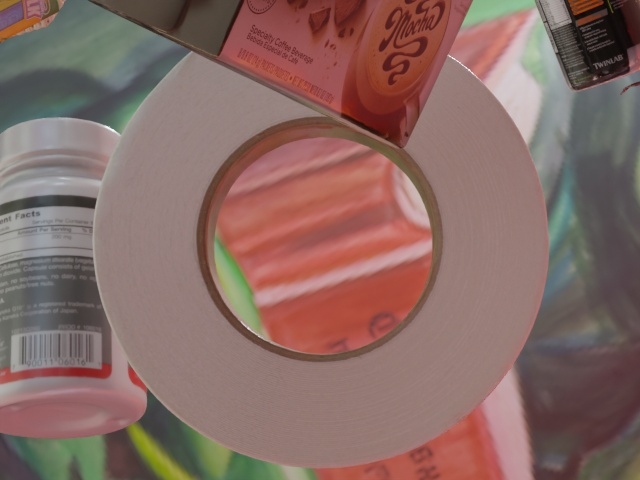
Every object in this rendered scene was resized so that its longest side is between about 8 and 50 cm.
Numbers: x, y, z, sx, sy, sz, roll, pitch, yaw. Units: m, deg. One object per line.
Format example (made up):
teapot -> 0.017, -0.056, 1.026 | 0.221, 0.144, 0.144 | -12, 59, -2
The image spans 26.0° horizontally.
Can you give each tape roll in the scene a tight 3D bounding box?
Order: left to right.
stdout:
tape roll -> 0.000, 0.000, 1.196 | 0.392, 0.392, 0.072 | 61, 0, 4

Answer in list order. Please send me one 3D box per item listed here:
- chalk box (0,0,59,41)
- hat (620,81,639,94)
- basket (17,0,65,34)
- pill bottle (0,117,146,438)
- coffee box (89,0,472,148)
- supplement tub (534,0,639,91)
chalk box -> -0.398, -0.308, 1.599 | 0.132, 0.213, 0.132 | 11, -54, 34
hat -> 0.432, -0.139, 1.244 | 0.208, 0.173, 0.183 | 39, -6, -11
basket -> -0.426, -0.370, 1.885 | 0.113, 0.103, 0.167 | -71, 146, -44
pill bottle -> -0.252, 0.037, 1.348 | 0.161, 0.161, 0.283 | 70, 14, -66
coffee box -> -0.010, -0.185, 0.965 | 0.119, 0.168, 0.297 | 27, 4, 27
supplement tub -> 0.315, -0.281, 1.631 | 0.117, 0.117, 0.190 | -151, -141, -82
